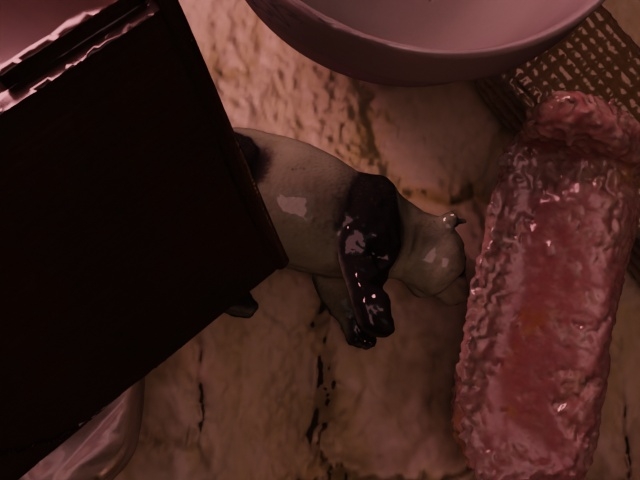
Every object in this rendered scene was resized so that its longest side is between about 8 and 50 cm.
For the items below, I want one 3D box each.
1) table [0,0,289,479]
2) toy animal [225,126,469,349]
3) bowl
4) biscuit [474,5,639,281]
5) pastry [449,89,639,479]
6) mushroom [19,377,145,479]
[{"bbox_3d":[-0.215,-0.024,0.403,0.282,0.196,0.250,-38,55,-14],"label":"table"},{"bbox_3d":[0.000,0.000,0.554,0.225,0.094,0.121,18,72,-6],"label":"toy animal"},{"bbox_3d":[0.053,-0.225,0.549,0.287,0.144,0.286,2,77,-10],"label":"bowl"},{"bbox_3d":[0.230,-0.067,0.610,0.108,0.062,0.239,-41,92,-11],"label":"biscuit"},{"bbox_3d":[0.149,0.036,0.548,0.103,0.112,0.265,13,101,7],"label":"pastry"},{"bbox_3d":[-0.242,0.167,0.492,0.351,0.097,0.109,-35,88,-7],"label":"mushroom"}]
